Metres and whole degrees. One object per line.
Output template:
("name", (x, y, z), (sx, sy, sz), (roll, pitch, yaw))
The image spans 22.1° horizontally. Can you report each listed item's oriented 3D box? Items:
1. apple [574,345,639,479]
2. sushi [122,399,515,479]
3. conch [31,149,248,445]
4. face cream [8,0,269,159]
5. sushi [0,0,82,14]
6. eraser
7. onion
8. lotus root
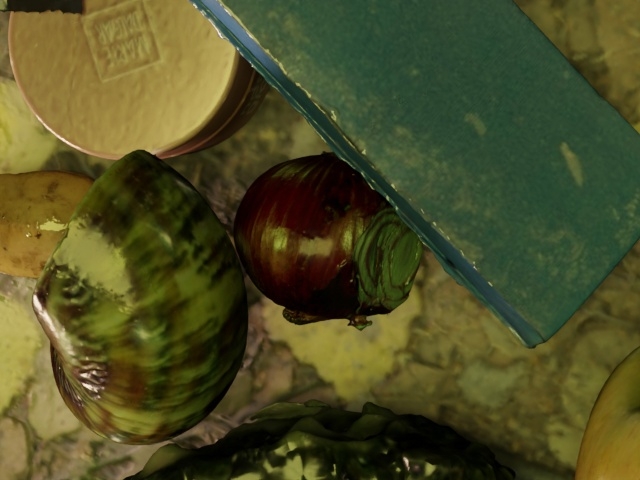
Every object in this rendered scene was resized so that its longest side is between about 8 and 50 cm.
("apple", (0.291, 0.157, 0.864), (0.338, 0.338, 0.305), (-23, 92, 12))
("sushi", (-0.012, 0.252, 1.013), (0.352, 0.178, 0.294), (-13, 90, 11))
("conch", (-0.100, 0.036, 0.999), (0.124, 0.181, 0.187), (21, 109, -2))
("face cream", (-0.109, -0.125, 1.035), (0.149, 0.104, 0.149), (1, 95, 12))
("sushi", (-0.307, -0.302, 0.979), (0.339, 0.069, 0.320), (4, 94, 13))
("eraser", (0.068, -0.093, 0.975), (0.312, 0.042, 0.144), (46, 73, -8))
("onion", (0.000, 0.000, 1.021), (0.118, 0.117, 0.119), (-8, 70, 23))
("lotus root", (-0.184, -0.011, 1.083), (0.152, 0.063, 0.072), (-4, 85, 13))
